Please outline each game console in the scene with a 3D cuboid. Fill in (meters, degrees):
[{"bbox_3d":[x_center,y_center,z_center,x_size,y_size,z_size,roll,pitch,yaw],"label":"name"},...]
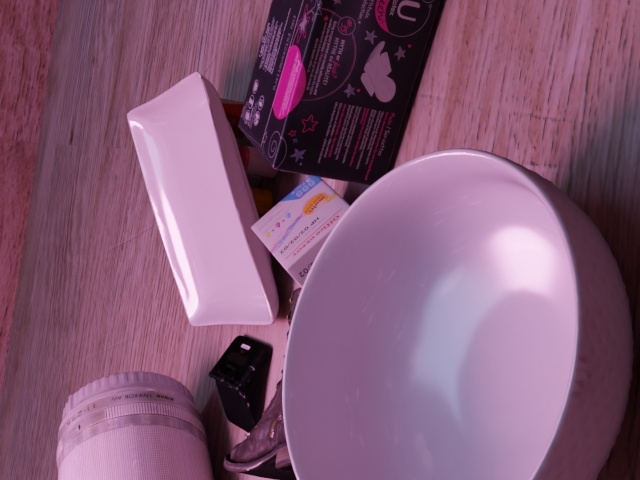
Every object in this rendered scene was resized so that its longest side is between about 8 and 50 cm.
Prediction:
[{"bbox_3d":[-0.100,0.198,1.706,0.107,0.071,0.122,-54,22,-12],"label":"game console"}]

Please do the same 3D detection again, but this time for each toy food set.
[{"bbox_3d":[-0.134,-0.136,1.772,0.232,0.104,0.111,-108,34,-45],"label":"toy food set"}]

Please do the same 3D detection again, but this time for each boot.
[{"bbox_3d":[-0.026,0.167,1.480,0.263,0.091,0.229,-25,54,58],"label":"boot"}]

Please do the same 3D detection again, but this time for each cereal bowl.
[{"bbox_3d":[0.125,0.103,1.026,0.339,0.141,0.339,-23,59,46],"label":"cereal bowl"}]

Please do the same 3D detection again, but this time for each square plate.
[{"bbox_3d":[-0.164,-0.047,1.757,0.347,0.049,0.344,-10,97,65],"label":"square plate"}]

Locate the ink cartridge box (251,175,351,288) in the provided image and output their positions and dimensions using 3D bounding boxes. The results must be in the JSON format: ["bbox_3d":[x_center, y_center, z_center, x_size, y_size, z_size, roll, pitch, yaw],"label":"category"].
[{"bbox_3d":[0.000,0.000,1.422,0.104,0.061,0.181,-42,29,-1],"label":"ink cartridge box"}]

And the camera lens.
[{"bbox_3d":[-0.259,0.353,1.755,0.274,0.219,0.219,-105,33,-42],"label":"camera lens"}]

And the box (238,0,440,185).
[{"bbox_3d":[0.020,-0.208,1.407,0.163,0.142,0.247,-128,52,-60],"label":"box"}]
